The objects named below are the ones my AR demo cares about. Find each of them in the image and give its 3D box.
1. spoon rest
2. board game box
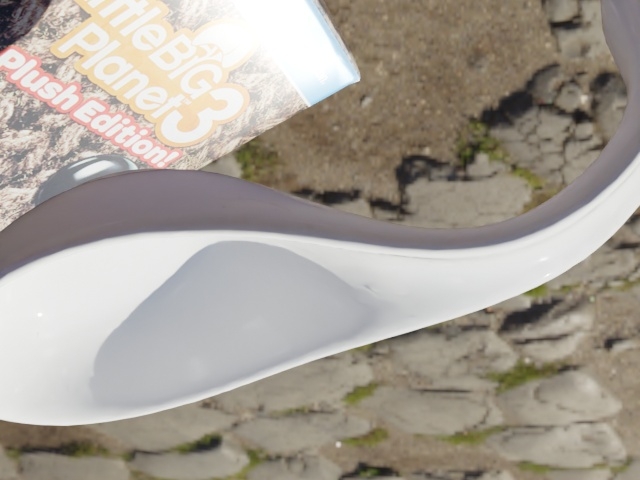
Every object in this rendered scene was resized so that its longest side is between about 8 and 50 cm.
[{"bbox_3d":[0.000,0.000,0.372,0.276,0.084,0.137,-26,150,3],"label":"spoon rest"},{"bbox_3d":[-0.168,-0.102,0.447,0.291,0.141,0.232,-29,150,8],"label":"board game box"}]
